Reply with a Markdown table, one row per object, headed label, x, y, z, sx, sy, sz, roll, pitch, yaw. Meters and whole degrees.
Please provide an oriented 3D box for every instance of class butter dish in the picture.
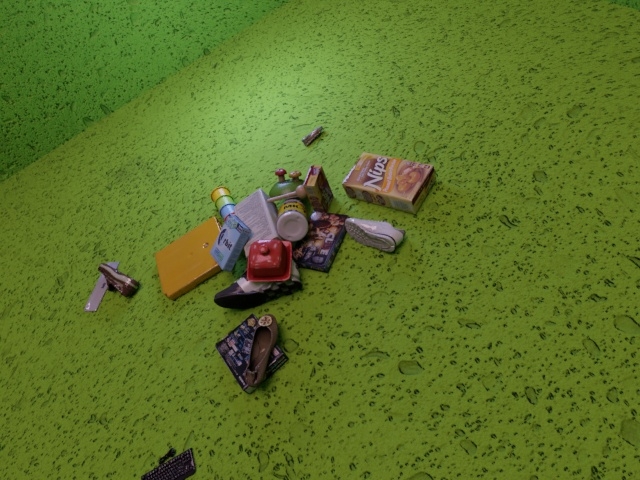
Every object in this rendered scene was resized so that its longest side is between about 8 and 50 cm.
| label | x | y | z | sx | sy | sz | roll | pitch | yaw |
| --- | --- | --- | --- | --- | --- | --- | --- | --- | --- |
| butter dish | -0.187 | 0.053 | 1.528 | 0.159 | 0.118 | 0.160 | -3 | 61 | 7 |

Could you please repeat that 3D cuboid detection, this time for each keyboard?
| label | x | y | z | sx | sy | sz | roll | pitch | yaw |
| --- | --- | --- | --- | --- | --- | --- | --- | --- | --- |
| keyboard | -0.997 | 0.207 | 2.000 | 0.072 | 0.014 | 0.256 | -2 | 55 | 17 |
| keyboard | -0.478 | 0.713 | 1.368 | 0.180 | 0.023 | 0.108 | -29 | 48 | 0 |

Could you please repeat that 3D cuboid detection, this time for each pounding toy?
| label | x | y | z | sx | sy | sz | roll | pitch | yaw |
| --- | --- | --- | --- | --- | --- | --- | --- | --- | --- |
| pounding toy | -0.132 | -0.239 | 1.805 | 0.182 | 0.110 | 0.237 | -7 | 17 | 2 |

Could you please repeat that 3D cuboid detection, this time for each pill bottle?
| label | x | y | z | sx | sy | sz | roll | pitch | yaw |
| --- | --- | --- | --- | --- | --- | --- | --- | --- | --- |
| pill bottle | -0.108 | -0.087 | 1.706 | 0.119 | 0.119 | 0.208 | -24 | 22 | 6 |

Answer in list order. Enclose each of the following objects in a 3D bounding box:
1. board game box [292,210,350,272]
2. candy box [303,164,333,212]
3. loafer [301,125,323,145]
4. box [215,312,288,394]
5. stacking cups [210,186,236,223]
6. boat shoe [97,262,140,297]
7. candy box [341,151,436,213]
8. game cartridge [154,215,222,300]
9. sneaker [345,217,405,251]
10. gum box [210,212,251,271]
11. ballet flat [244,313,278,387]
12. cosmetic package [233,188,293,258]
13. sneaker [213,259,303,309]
| label | x | y | z | sx | sy | sz | roll | pitch | yaw |
| --- | --- | --- | --- | --- | --- | --- | --- | --- | --- |
| board game box | 0.000 | 0.000 | 1.682 | 0.165 | 0.042 | 0.243 | 9 | 59 | 30 |
| candy box | -0.006 | -0.195 | 1.738 | 0.053 | 0.187 | 0.109 | 4 | 56 | 24 |
| loafer | -0.034 | -0.498 | 2.089 | 0.125 | 0.039 | 0.045 | -38 | 16 | -10 |
| box | -0.238 | 0.380 | 1.493 | 0.175 | 0.051 | 0.220 | -41 | 49 | -10 |
| stacking cups | -0.398 | -0.106 | 1.922 | 0.096 | 0.096 | 0.316 | -31 | 52 | 0 |
| boat shoe | -0.913 | 0.178 | 1.931 | 0.257 | 0.095 | 0.095 | 18 | 70 | 34 |
| candy box | 0.264 | -0.229 | 1.707 | 0.316 | 0.088 | 0.183 | 20 | 65 | 34 |
| game cartridge | -0.543 | 0.075 | 1.873 | 0.323 | 0.053 | 0.285 | -33 | 48 | 1 |
| sneaker | 0.195 | -0.035 | 1.605 | 0.235 | 0.090 | 0.095 | 25 | 56 | 32 |
| gum box | -0.354 | 0.006 | 1.709 | 0.157 | 0.041 | 0.184 | 39 | 103 | 50 |
| ballet flat | -0.196 | 0.348 | 1.424 | 0.084 | 0.058 | 0.250 | -2 | 54 | 22 |
| cosmetic package | -0.233 | -0.046 | 1.755 | 0.153 | 0.129 | 0.296 | -32 | 47 | 11 |
| sneaker | -0.235 | 0.153 | 1.621 | 0.330 | 0.122 | 0.146 | -16 | 55 | 1 |
